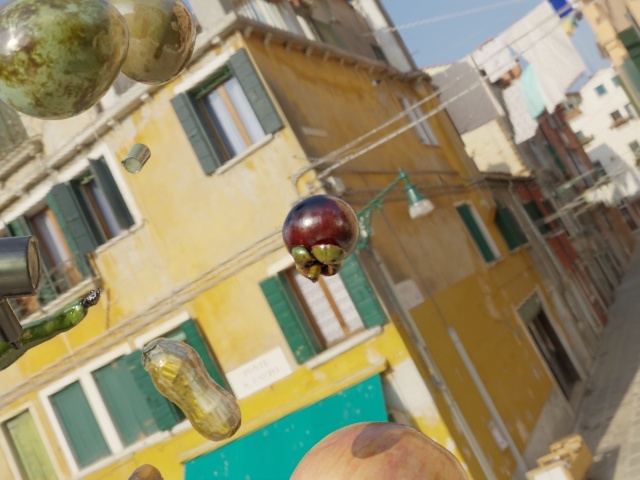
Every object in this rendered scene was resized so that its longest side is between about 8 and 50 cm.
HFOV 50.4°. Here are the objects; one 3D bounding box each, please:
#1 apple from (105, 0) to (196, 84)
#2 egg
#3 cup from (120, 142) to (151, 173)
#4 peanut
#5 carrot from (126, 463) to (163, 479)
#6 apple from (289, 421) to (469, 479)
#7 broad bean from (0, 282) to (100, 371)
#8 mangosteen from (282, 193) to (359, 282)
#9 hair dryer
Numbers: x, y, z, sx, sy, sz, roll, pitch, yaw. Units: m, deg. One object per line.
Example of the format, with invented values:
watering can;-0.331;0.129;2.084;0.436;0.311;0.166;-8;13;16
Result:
apple;-0.460;-0.544;1.806;0.257;0.257;0.233;-19;-41;-45
egg;-0.518;-0.372;1.349;0.289;0.238;0.238;-38;-7;-6
cup;-0.485;-0.212;1.760;0.075;0.054;0.083;4;30;0
peanut;-0.210;0.243;1.121;0.087;0.206;0.087;-41;4;3
carrot;-0.430;0.597;1.556;0.082;0.082;0.173;-36;17;49
apple;0.129;0.574;1.458;0.346;0.391;0.391;-50;8;-37
broad bean;-0.509;0.164;1.130;0.318;0.056;0.098;-34;-21;-18
mangosteen;0.000;0.000;1.479;0.200;0.199;0.200;-26;-8;-4
hair dryer;-0.460;0.090;0.902;0.196;0.077;0.248;-5;-36;-10
